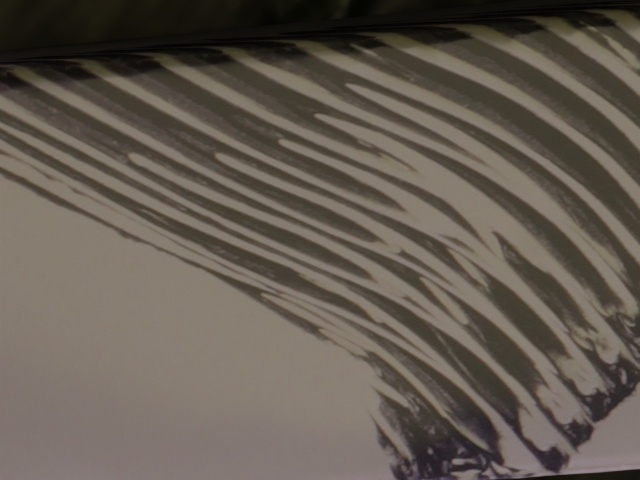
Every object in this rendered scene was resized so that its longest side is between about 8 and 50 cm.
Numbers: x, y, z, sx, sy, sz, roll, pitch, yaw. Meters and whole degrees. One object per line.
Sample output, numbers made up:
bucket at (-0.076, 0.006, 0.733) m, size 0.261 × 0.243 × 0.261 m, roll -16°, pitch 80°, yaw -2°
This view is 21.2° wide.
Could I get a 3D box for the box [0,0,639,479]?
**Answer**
box at (0.000, 0.000, 0.424) m, size 0.275 × 0.094 × 0.113 m, roll -6°, pitch 100°, yaw 3°
